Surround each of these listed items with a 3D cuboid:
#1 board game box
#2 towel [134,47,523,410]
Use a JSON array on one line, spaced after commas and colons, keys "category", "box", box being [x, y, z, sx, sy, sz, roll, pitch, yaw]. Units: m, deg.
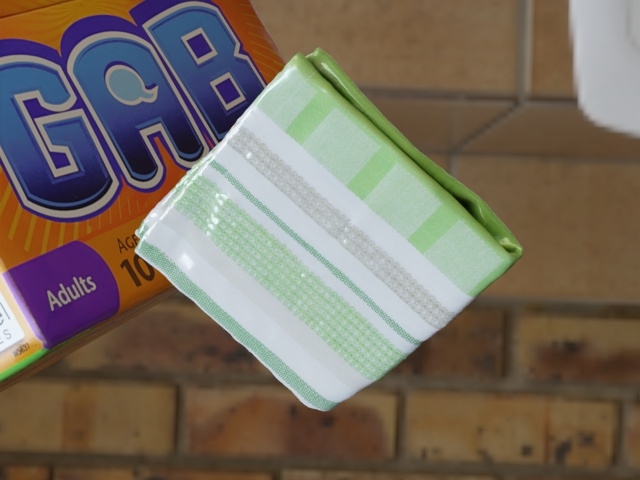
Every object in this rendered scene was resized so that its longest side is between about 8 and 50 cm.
[{"category": "board game box", "box": [-0.271, -0.070, 1.147, 0.356, 0.356, 0.356, -29, 180, 32]}, {"category": "towel", "box": [0.000, 0.000, 0.691, 0.113, 0.023, 0.152, 42, 140, -4]}]
